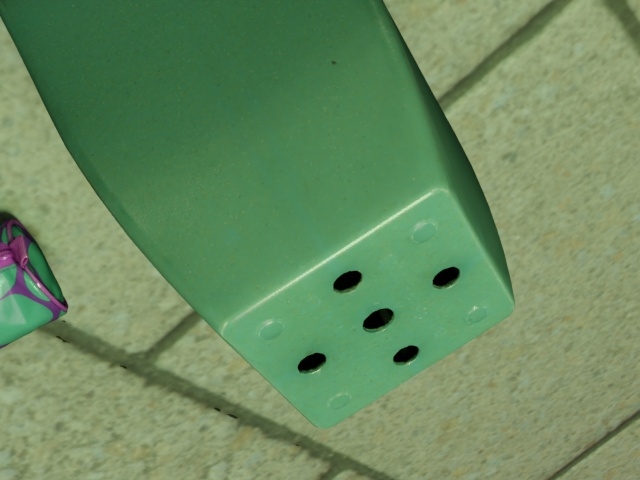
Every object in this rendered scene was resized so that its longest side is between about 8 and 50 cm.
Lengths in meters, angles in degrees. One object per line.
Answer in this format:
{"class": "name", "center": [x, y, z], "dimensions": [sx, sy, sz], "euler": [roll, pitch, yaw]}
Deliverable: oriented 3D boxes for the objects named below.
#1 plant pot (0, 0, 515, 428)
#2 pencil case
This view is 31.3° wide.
{"class": "plant pot", "center": [-0.019, -0.045, 0.540], "dimensions": [0.165, 0.234, 0.165], "euler": [-33, 139, 4]}
{"class": "pencil case", "center": [-0.223, 0.046, 0.648], "dimensions": [0.152, 0.064, 0.070], "euler": [-27, 156, -3]}
